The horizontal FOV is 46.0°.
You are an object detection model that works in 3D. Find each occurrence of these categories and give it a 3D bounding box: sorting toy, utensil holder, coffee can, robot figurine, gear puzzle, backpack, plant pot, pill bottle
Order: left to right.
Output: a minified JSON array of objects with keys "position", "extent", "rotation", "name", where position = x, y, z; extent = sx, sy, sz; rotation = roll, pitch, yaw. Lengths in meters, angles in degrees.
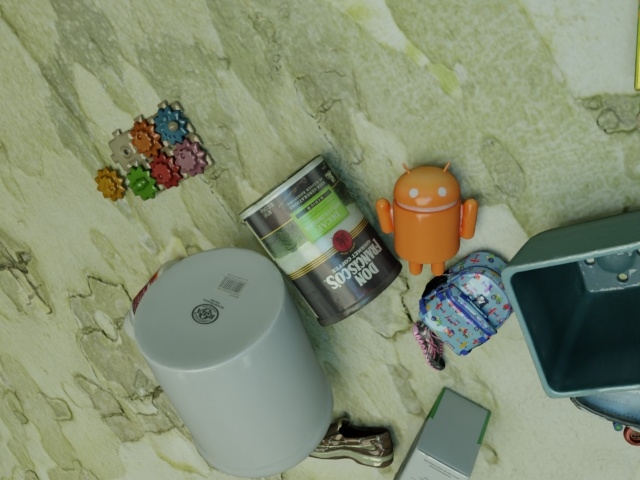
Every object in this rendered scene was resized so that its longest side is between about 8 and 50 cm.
[{"position":[-0.403,-0.176,1.688],"extent":[0.338,0.044,0.176],"rotation":[-21,104,34],"name":"gear puzzle"},{"position":[-0.378,0.152,1.801],"extent":[0.121,0.121,0.221],"rotation":[46,126,-2],"name":"pill bottle"},{"position":[-0.172,0.252,1.550],"extent":[0.327,0.328,0.386],"rotation":[7,140,24],"name":"utensil holder"},{"position":[0.000,0.000,1.480],"extent":[0.201,0.201,0.275],"rotation":[-32,98,35],"name":"coffee can"},{"position":[0.196,-0.043,1.403],"extent":[0.158,0.128,0.220],"rotation":[24,127,44],"name":"robot figurine"},{"position":[0.296,0.115,1.445],"extent":[0.158,0.117,0.173],"rotation":[48,123,-4],"name":"backpack"},{"position":[0.478,0.076,1.246],"extent":[0.247,0.252,0.248],"rotation":[-14,109,32],"name":"plant pot"},{"position":[0.599,0.349,1.466],"extent":[0.061,0.042,0.102],"rotation":[-19,94,17],"name":"sorting toy"}]

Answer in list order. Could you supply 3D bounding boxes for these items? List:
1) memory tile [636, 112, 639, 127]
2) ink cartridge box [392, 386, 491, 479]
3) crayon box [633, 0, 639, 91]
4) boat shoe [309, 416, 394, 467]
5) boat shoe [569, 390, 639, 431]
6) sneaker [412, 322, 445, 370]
[{"position":[0.582,-0.218,1.187],"extent":[0.147,0.012,0.113],"rotation":[12,120,22],"name":"memory tile"},{"position":[0.237,0.496,1.617],"extent":[0.121,0.211,0.289],"rotation":[26,125,10],"name":"ink cartridge box"},{"position":[0.562,-0.377,1.066],"extent":[0.202,0.081,0.319],"rotation":[6,115,25],"name":"crayon box"},{"position":[0.049,0.458,1.775],"extent":[0.257,0.095,0.095],"rotation":[3,103,19],"name":"boat shoe"},{"position":[0.608,0.306,1.378],"extent":[0.302,0.091,0.115],"rotation":[3,82,23],"name":"boat shoe"},{"position":[0.239,0.218,1.575],"extent":[0.057,0.047,0.119],"rotation":[-23,105,22],"name":"sneaker"}]
